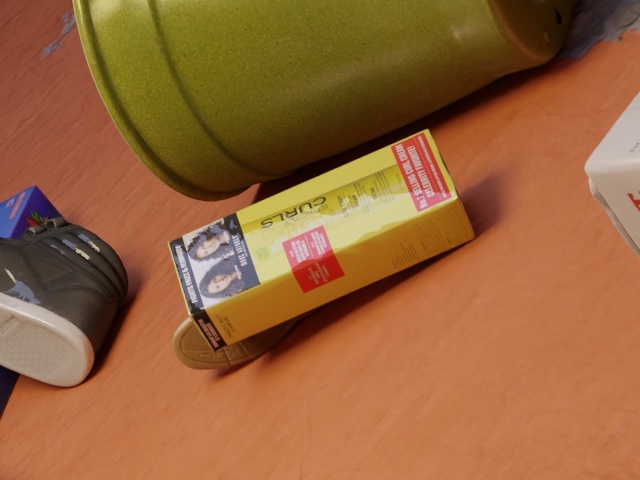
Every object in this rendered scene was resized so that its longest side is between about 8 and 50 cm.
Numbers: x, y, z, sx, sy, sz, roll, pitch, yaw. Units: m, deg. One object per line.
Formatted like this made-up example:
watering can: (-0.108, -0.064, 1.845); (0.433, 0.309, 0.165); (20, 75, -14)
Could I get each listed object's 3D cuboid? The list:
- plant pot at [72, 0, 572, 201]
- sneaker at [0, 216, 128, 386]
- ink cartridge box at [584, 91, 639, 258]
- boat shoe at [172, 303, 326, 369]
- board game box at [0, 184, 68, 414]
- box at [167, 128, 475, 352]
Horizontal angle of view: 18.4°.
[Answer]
plant pot: (0.025, -0.242, 1.766); (0.353, 0.366, 0.366); (-9, 35, 27)
sneaker: (-0.317, 0.024, 1.879); (0.147, 0.295, 0.105); (-52, -16, -50)
ink cartridge box: (0.314, -0.013, 1.068); (0.278, 0.201, 0.117); (-4, 41, 53)
boat shoe: (-0.048, 0.050, 1.650); (0.170, 0.063, 0.059); (-29, 21, -1)
board game box: (-0.398, 0.111, 2.005); (0.233, 0.078, 0.347); (-26, 27, 26)
box: (0.000, 0.000, 1.579); (0.232, 0.058, 0.087); (-22, 50, 4)
